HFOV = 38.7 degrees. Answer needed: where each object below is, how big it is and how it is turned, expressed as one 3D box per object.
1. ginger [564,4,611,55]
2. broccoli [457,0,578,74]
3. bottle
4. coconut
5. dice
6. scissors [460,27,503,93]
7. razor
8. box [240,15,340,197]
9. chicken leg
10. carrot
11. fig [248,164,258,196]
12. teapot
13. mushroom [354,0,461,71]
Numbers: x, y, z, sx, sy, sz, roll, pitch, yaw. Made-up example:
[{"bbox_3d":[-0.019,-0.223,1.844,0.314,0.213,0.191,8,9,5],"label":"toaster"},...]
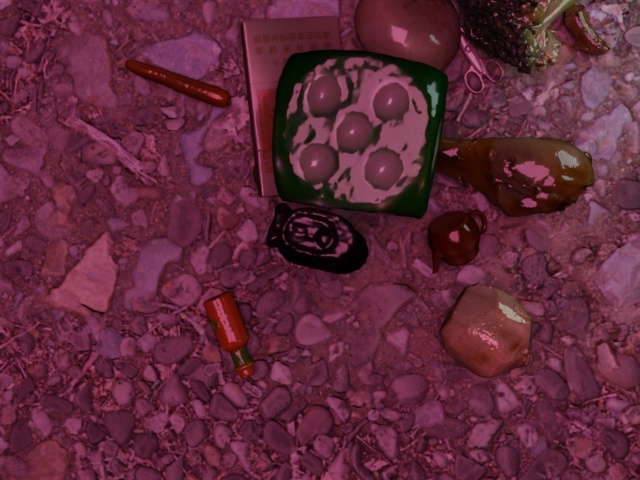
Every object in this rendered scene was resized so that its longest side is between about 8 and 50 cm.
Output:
[{"bbox_3d":[0.545,-0.439,1.891,0.057,0.044,0.137,-33,92,-14],"label":"ginger"},{"bbox_3d":[0.425,-0.509,1.786,0.281,0.293,0.347,-20,98,-22],"label":"broccoli"},{"bbox_3d":[-0.188,0.205,1.949,0.069,0.069,0.187,-22,90,4],"label":"bottle"},{"bbox_3d":[0.348,0.193,1.863,0.194,0.194,0.194,0,92,4],"label":"coconut"},{"bbox_3d":[0.076,-0.197,1.724,0.300,0.297,0.287,8,94,9],"label":"dice"},{"bbox_3d":[0.314,-0.398,1.916,0.085,0.022,0.176,-29,93,7],"label":"scissors"},{"bbox_3d":[-0.001,0.004,1.801,0.189,0.327,0.107,14,87,6],"label":"razor"},{"bbox_3d":[-0.048,-0.280,1.904,0.205,0.051,0.365,-7,92,-14],"label":"box"},{"bbox_3d":[0.347,-0.163,1.876,0.429,0.153,0.201,16,81,10],"label":"chicken leg"},{"bbox_3d":[-0.306,-0.338,1.951,0.248,0.043,0.043,20,93,5],"label":"carrot"},{"bbox_3d":[-0.127,-0.130,1.945,0.050,0.050,0.083,26,105,2],"label":"fig"},{"bbox_3d":[0.287,0.003,1.899,0.173,0.116,0.116,-37,89,-23],"label":"teapot"},{"bbox_3d":[0.174,-0.429,1.854,0.227,0.178,0.226,6,71,-18],"label":"mushroom"}]
